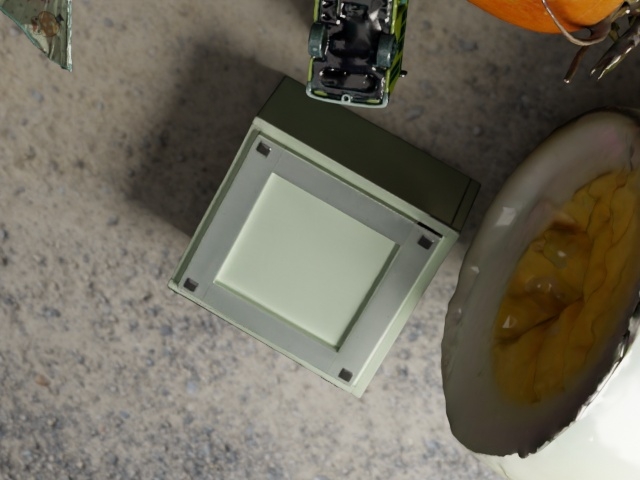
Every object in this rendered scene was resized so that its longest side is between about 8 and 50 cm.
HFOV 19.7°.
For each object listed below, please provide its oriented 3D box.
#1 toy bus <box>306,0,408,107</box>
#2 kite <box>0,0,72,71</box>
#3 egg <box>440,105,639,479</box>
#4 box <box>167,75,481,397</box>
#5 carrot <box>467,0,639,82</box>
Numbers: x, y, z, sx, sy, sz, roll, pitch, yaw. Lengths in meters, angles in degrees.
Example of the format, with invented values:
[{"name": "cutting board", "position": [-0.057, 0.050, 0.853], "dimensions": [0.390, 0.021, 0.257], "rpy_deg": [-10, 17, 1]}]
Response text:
[{"name": "toy bus", "position": [0.040, -0.220, 1.706], "dimensions": [0.088, 0.101, 0.175], "rpy_deg": [9, 113, 9]}, {"name": "kite", "position": [-0.355, -0.301, 1.832], "dimensions": [0.314, 0.011, 0.335], "rpy_deg": [-38, 100, 29]}, {"name": "egg", "position": [0.332, 0.093, 1.661], "dimensions": [0.340, 0.354, 0.354], "rpy_deg": [23, 123, -22]}, {"name": "box", "position": [0.000, 0.000, 1.820], "dimensions": [0.225, 0.117, 0.225], "rpy_deg": [29, 121, 0]}, {"name": "carrot", "position": [0.179, -0.269, 1.493], "dimensions": [0.331, 0.214, 0.193], "rpy_deg": [23, 117, -29]}]
